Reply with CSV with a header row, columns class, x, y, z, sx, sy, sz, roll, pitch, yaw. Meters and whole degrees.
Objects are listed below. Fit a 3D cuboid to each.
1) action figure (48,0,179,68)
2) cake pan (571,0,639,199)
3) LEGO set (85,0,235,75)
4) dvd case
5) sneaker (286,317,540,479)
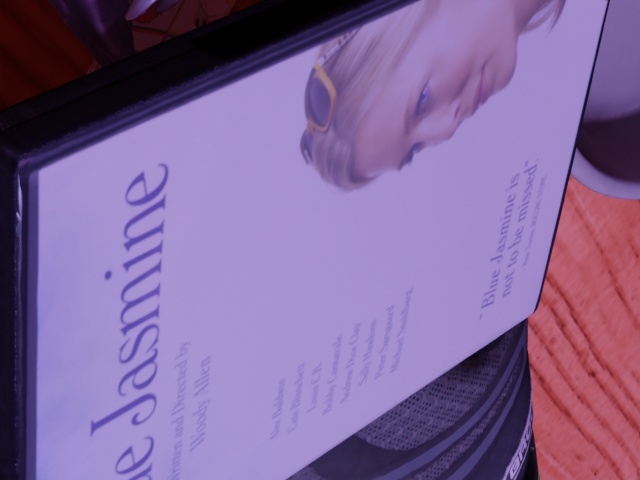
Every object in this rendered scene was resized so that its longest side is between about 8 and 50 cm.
class,x,y,z,sx,sy,sz,roll,pitch,yaw
action figure,0.032,-0.152,0.396,0.285,0.099,0.185,-29,172,14
cake pan,0.193,-0.158,0.819,0.293,0.054,0.293,-28,139,-28
LEGO set,0.003,-0.115,0.596,0.182,0.060,0.244,-61,162,13
dvd case,0.000,0.000,0.527,0.253,0.022,0.180,-29,140,-38
sneaker,-0.090,0.057,0.637,0.483,0.185,0.202,-3,105,-50
